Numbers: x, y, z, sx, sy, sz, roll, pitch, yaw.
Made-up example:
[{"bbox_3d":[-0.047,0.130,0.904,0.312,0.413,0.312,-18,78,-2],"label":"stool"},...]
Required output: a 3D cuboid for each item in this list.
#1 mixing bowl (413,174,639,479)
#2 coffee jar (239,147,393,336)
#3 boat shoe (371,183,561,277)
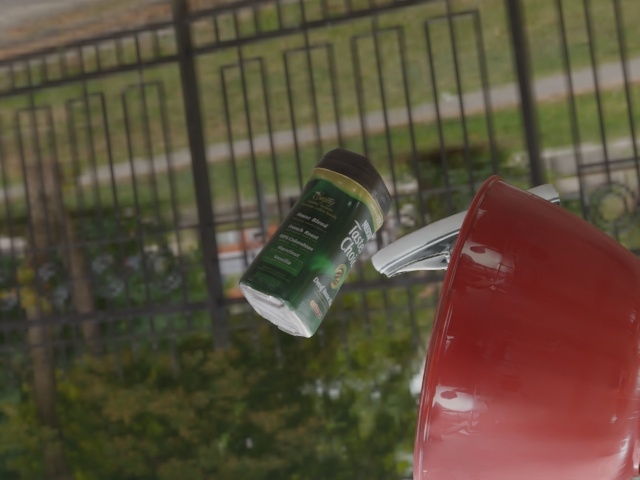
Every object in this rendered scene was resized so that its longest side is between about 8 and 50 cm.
[{"bbox_3d":[0.117,0.065,0.651,0.098,0.182,0.181,11,-176,18],"label":"mixing bowl"},{"bbox_3d":[0.000,0.000,1.336,0.079,0.184,0.096,22,160,30],"label":"coffee jar"},{"bbox_3d":[0.107,0.001,0.926,0.142,0.040,0.049,-20,171,-3],"label":"boat shoe"}]
